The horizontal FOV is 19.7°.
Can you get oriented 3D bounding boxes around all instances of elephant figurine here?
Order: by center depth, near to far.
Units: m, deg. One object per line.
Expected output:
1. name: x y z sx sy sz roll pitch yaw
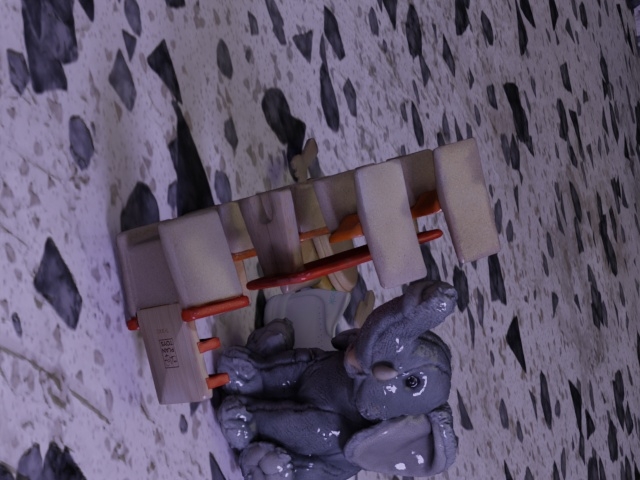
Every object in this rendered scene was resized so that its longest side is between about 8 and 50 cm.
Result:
1. elephant figurine: 0.047 0.128 1.542 0.186 0.239 0.169 -24 96 -69

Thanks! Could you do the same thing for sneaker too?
1. sneaker: 0.015 0.148 1.687 0.080 0.094 0.212 -42 120 -69

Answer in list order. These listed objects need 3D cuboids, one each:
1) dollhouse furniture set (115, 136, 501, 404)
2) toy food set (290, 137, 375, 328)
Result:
1. dollhouse furniture set: -0.022 0.027 1.443 0.259 0.262 0.135 -17 93 -34
2. toy food set: 0.000 0.000 1.823 0.132 0.038 0.192 -64 135 -71
